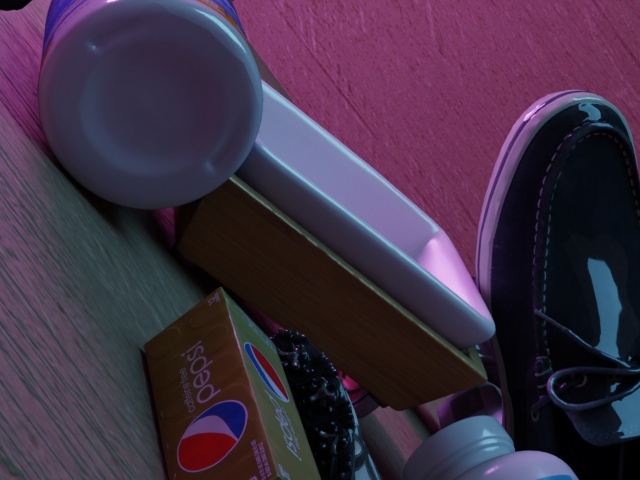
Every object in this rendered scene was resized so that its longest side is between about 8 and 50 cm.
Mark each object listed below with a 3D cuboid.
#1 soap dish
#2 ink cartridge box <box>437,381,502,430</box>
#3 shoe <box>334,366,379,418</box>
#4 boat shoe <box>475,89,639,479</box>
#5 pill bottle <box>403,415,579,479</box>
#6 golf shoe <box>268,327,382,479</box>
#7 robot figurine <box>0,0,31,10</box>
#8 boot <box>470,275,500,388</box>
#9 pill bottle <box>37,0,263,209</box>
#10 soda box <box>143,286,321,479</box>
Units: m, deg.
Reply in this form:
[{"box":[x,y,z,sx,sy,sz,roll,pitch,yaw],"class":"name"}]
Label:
[{"box":[0.000,0.000,1.116,0.291,0.118,0.229,38,15,-22],"class":"soap dish"},{"box":[0.275,0.373,1.546,0.385,0.091,0.308,58,6,-8],"class":"ink cartridge box"},{"box":[0.028,0.107,1.247,0.081,0.063,0.178,48,5,-6],"class":"shoe"},{"box":[0.241,0.121,1.152,0.156,0.187,0.500,11,-77,58],"class":"boat shoe"},{"box":[0.164,0.263,1.005,0.264,0.146,0.146,58,8,34],"class":"pill bottle"},{"box":[0.002,0.152,0.811,0.094,0.077,0.198,64,4,-67],"class":"golf shoe"},{"box":[-0.155,-0.209,0.631,0.173,0.278,0.209,54,11,3],"class":"robot figurine"},{"box":[0.179,0.130,1.535,0.223,0.118,0.338,8,13,-45],"class":"boot"},{"box":[-0.131,-0.140,0.996,0.152,0.152,0.272,51,8,-25],"class":"pill bottle"},{"box":[-0.047,0.104,0.719,0.058,0.061,0.181,50,8,-30],"class":"soda box"}]
